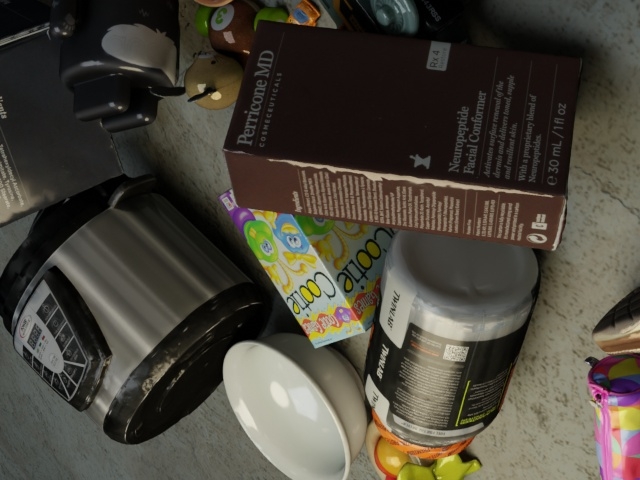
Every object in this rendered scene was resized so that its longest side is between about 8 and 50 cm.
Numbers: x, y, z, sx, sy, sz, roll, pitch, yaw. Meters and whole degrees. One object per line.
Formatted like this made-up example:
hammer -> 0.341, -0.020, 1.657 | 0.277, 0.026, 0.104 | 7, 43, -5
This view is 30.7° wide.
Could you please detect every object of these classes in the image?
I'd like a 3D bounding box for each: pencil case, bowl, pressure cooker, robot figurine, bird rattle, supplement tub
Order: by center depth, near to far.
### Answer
pencil case -> 0.406, 0.259, 1.543 | 0.104, 0.104, 0.236 | 13, 129, 42
supplement tub -> 0.171, 0.139, 1.611 | 0.207, 0.207, 0.338 | 34, 139, 25
robot figurine -> -0.298, -0.305, 1.725 | 0.209, 0.174, 0.278 | 107, 164, -76
bird rattle -> 0.151, 0.382, 1.949 | 0.207, 0.143, 0.253 | 59, 159, 12
bowl -> -0.019, 0.268, 1.986 | 0.298, 0.134, 0.298 | 32, 139, 32
pressure cooker -> -0.353, 0.100, 2.028 | 0.420, 0.370, 0.375 | 44, 171, 14

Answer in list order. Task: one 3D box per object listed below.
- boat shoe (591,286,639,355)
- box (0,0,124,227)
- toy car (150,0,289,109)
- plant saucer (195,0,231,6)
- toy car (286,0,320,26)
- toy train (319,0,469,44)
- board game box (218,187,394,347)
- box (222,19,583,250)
boat shoe -> 0.450, 0.095, 1.342 | 0.116, 0.123, 0.324 | 55, 146, -6
box -> -0.659, -0.204, 1.930 | 0.480, 0.472, 0.297 | 33, 144, 53
toy car -> -0.149, -0.248, 1.659 | 0.155, 0.188, 0.149 | 14, 129, 41
plant saucer -> -0.158, -0.429, 1.632 | 0.200, 0.037, 0.200 | 28, 131, 37
toy car -> -0.049, -0.332, 1.604 | 0.122, 0.040, 0.060 | 56, 144, -5
toy train -> 0.048, -0.343, 1.416 | 0.334, 0.142, 0.190 | 53, 154, 0
board game box -> 0.000, 0.000, 1.739 | 0.275, 0.142, 0.144 | 57, 144, -5
box -> 0.097, -0.123, 1.339 | 0.381, 0.191, 0.143 | 7, 153, 10
